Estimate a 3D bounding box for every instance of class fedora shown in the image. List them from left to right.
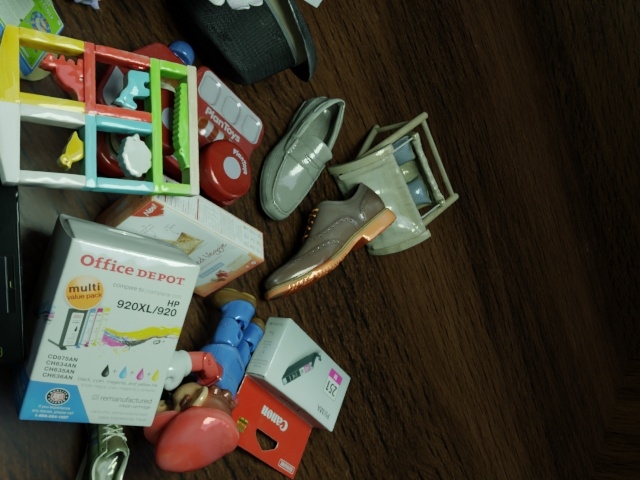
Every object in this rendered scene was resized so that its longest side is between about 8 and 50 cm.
[{"bbox_3d":[-0.155,-0.406,1.036,0.152,0.334,0.334,-36,116,-7],"label":"fedora"}]

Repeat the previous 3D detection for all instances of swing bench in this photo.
[{"bbox_3d":[0.186,-0.138,1.402,0.254,0.165,0.253,-47,119,-39],"label":"swing bench"}]

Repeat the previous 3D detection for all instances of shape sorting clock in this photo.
[{"bbox_3d":[-0.431,-0.327,0.785,0.206,0.040,0.206,-4,90,-78],"label":"shape sorting clock"}]

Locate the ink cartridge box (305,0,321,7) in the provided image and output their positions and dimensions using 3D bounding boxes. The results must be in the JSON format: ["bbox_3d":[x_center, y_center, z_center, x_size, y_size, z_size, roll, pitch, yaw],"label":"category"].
[{"bbox_3d":[-0.122,-0.563,1.109,0.224,0.045,0.223,14,31,-46],"label":"ink cartridge box"}]

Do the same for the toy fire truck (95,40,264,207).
[{"bbox_3d":[-0.233,-0.199,0.961,0.302,0.169,0.254,41,49,-37],"label":"toy fire truck"}]

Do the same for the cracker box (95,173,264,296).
[{"bbox_3d":[-0.228,-0.001,0.934,0.232,0.156,0.067,33,38,-40],"label":"cracker box"}]

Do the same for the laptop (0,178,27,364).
[{"bbox_3d":[-0.504,0.042,0.650,0.136,0.264,0.234,14,72,-84],"label":"laptop"}]

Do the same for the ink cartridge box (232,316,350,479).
[{"bbox_3d":[-0.058,0.322,1.130,0.275,0.060,0.239,52,50,-41],"label":"ink cartridge box"}]

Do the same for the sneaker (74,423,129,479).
[{"bbox_3d":[-0.317,0.300,0.858,0.064,0.086,0.192,17,72,-45],"label":"sneaker"}]

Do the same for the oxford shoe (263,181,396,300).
[{"bbox_3d":[0.000,0.000,1.223,0.364,0.130,0.132,-36,88,-32],"label":"oxford shoe"}]

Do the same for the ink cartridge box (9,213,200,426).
[{"bbox_3d":[-0.297,0.105,0.776,0.171,0.168,0.232,16,94,-32],"label":"ink cartridge box"}]

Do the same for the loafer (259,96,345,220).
[{"bbox_3d":[-0.035,-0.185,1.205,0.112,0.111,0.319,41,57,-36],"label":"loafer"}]

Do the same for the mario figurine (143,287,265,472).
[{"bbox_3d":[-0.205,0.227,0.941,0.198,0.170,0.320,42,35,-18],"label":"mario figurine"}]

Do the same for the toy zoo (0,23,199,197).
[{"bbox_3d":[-0.298,-0.160,0.735,0.293,0.030,0.192,2,83,-39],"label":"toy zoo"}]

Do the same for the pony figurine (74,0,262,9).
[{"bbox_3d":[-0.274,-0.477,0.796,0.303,0.363,0.351,-15,96,-48],"label":"pony figurine"}]
